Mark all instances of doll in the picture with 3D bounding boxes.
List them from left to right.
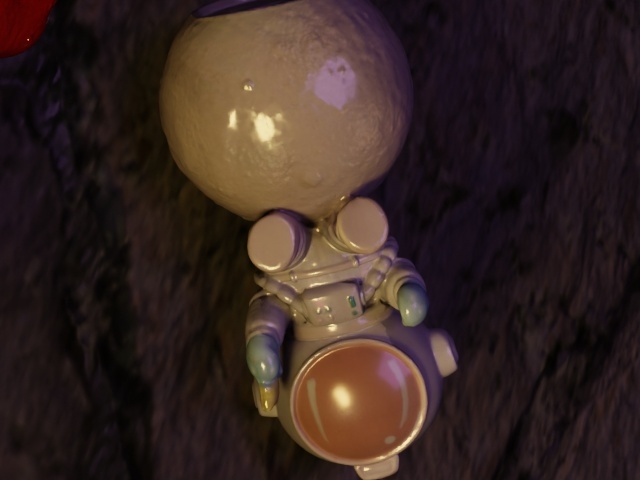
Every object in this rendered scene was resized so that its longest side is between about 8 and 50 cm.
[{"bbox_3d":[0.000,0.000,1.115,0.151,0.151,0.287,-28,110,-46],"label":"doll"}]

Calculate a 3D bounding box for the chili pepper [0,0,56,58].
[{"bbox_3d":[-0.238,-0.157,0.902,0.368,0.092,0.137,21,34,-45],"label":"chili pepper"}]
